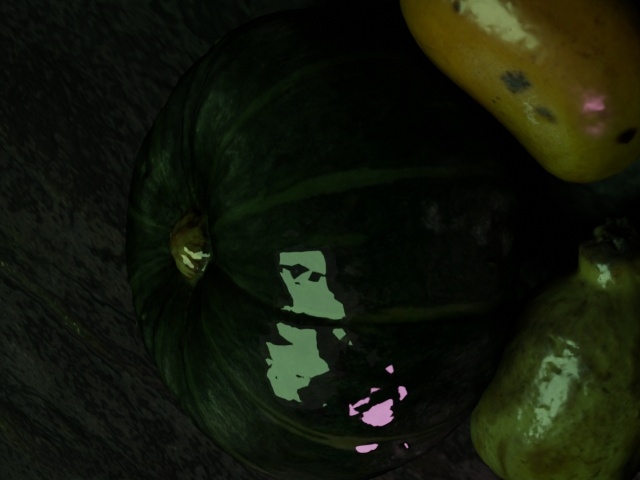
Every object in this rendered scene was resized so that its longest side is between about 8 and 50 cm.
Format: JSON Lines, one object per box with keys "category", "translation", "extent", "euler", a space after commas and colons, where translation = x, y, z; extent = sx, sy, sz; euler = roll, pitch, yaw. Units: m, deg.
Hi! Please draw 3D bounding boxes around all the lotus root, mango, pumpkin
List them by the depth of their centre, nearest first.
{"category": "mango", "translation": [0.119, -0.109, 0.714], "extent": [0.178, 0.090, 0.115], "euler": [47, 149, -7]}
{"category": "lotus root", "translation": [0.164, 0.081, 0.822], "extent": [0.138, 0.138, 0.214], "euler": [30, 138, 24]}
{"category": "pumpkin", "translation": [0.000, 0.000, 0.826], "extent": [0.300, 0.207, 0.300], "euler": [19, 112, 57]}
